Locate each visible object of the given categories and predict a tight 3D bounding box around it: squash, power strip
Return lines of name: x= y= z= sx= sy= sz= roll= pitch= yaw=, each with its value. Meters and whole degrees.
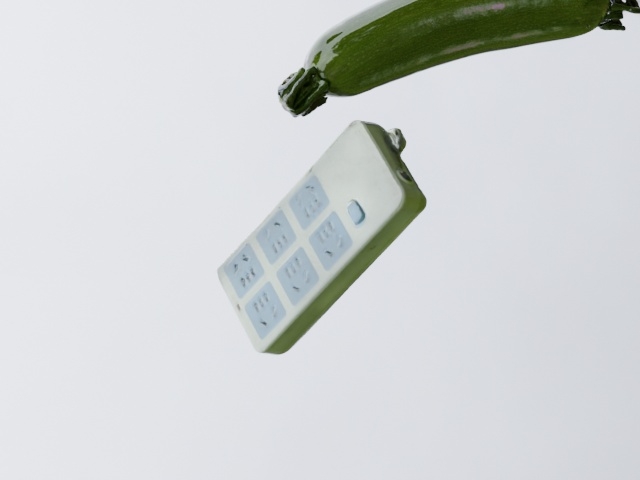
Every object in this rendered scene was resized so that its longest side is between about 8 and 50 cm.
squash: x=0.109 y=-0.178 z=1.602 sx=0.071 sy=0.318 sz=0.080 roll=85 pitch=166 yaw=-51
power strip: x=0.000 y=0.000 z=1.379 sx=0.035 sy=0.081 sz=0.192 roll=9 pitch=-46 yaw=-45
